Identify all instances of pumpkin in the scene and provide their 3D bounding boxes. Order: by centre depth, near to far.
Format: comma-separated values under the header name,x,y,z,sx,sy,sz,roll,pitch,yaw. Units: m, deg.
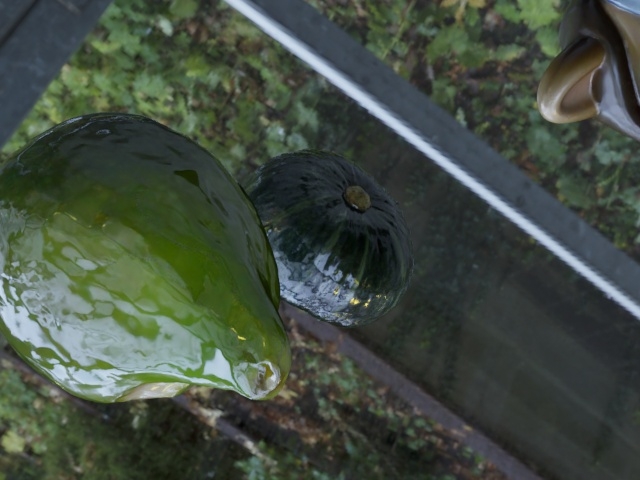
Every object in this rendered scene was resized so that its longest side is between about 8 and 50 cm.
name,x,y,z,sx,sy,sz,roll,pitch,yaw
pumpkin,0.002,-0.001,0.935,0.211,0.212,0.152,29,127,-4

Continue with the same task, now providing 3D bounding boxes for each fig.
name,x,y,z,sx,sy,sz,roll,pitch,yaw
fig,-0.101,0.025,0.580,0.275,0.206,0.206,19,157,45

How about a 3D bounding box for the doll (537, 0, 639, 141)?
name,x,y,z,sx,sy,sz,roll,pitch,yaw
doll,0.314,-0.217,0.643,0.209,0.318,0.340,23,128,5
